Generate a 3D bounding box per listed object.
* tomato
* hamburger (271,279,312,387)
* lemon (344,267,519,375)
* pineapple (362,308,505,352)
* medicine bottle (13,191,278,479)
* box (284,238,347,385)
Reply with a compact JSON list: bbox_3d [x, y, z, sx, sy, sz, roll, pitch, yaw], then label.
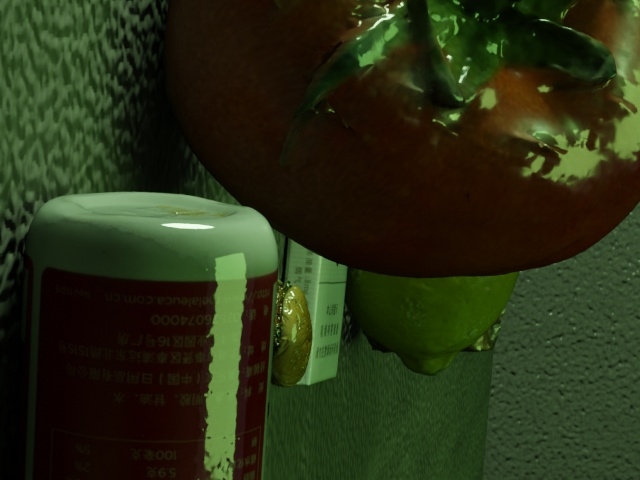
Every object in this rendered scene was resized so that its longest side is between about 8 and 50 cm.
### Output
[{"bbox_3d":[0.057,-0.124,1.240,0.273,0.341,0.341,153,-52,-66],"label":"tomato"},{"bbox_3d":[-0.030,0.074,1.546,0.083,0.044,0.076,84,16,-56],"label":"hamburger"},{"bbox_3d":[0.097,0.006,1.811,0.184,0.184,0.248,-46,146,-73],"label":"lemon"},{"bbox_3d":[0.115,-0.023,1.979,0.158,0.158,0.278,22,70,-79],"label":"pineapple"},{"bbox_3d":[-0.092,0.105,1.009,0.131,0.131,0.250,-36,130,-76],"label":"medicine bottle"},{"bbox_3d":[0.000,0.000,1.685,0.139,0.035,0.245,10,87,-79],"label":"box"}]
